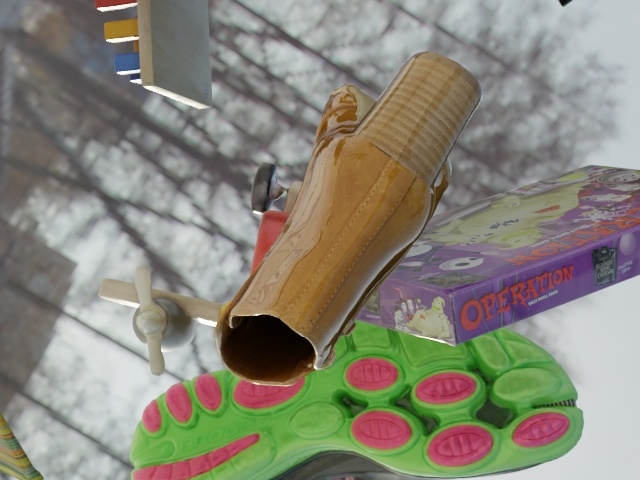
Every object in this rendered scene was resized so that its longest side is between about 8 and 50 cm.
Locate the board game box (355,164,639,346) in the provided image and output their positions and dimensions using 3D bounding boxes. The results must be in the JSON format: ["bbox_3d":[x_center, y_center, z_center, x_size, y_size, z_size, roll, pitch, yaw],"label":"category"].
[{"bbox_3d":[0.176,0.003,1.440,0.208,0.346,0.056,17,-62,52],"label":"board game box"}]

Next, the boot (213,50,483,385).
[{"bbox_3d":[0.001,0.000,1.126,0.211,0.104,0.295,-55,-179,-13],"label":"boot"}]

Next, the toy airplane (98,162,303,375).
[{"bbox_3d":[-0.029,0.117,2.057,0.386,0.384,0.272,-17,-133,46],"label":"toy airplane"}]

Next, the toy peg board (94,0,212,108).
[{"bbox_3d":[-0.180,-0.224,1.794,0.161,0.079,0.161,13,74,-71],"label":"toy peg board"}]

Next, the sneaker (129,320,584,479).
[{"bbox_3d":[0.042,0.195,1.776,0.482,0.202,0.185,-10,-116,24],"label":"sneaker"}]

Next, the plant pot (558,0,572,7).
[{"bbox_3d":[0.225,-0.347,1.492,0.167,0.187,0.188,-28,-152,14],"label":"plant pot"}]

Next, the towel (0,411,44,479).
[{"bbox_3d":[-0.325,0.123,1.563,0.102,0.237,0.021,16,-131,42],"label":"towel"}]
